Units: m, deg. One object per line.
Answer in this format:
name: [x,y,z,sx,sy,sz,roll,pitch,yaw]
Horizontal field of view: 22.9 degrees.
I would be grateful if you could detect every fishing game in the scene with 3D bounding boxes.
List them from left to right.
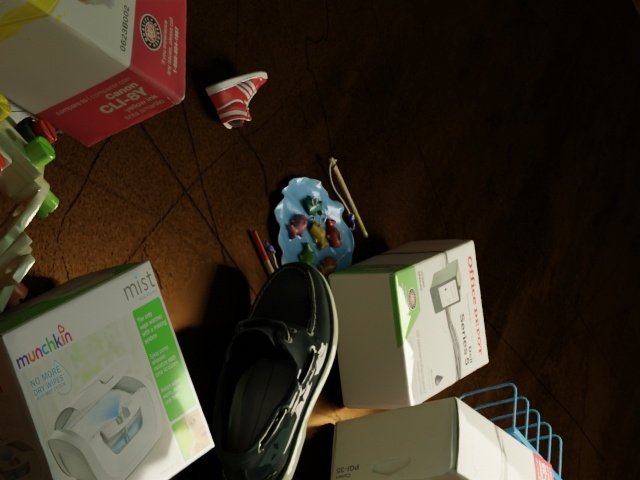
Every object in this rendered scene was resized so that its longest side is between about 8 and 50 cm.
fishing game: [0.000,0.000,2.251,0.264,0.041,0.189,-41,112,-53]

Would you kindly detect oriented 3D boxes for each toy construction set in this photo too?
toy construction set: [-0.365,-0.088,1.609,0.215,0.151,0.328,-99,167,-60]

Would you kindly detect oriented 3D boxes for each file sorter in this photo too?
file sorter: [0.299,0.320,2.515,0.170,0.118,0.104,48,38,-36]

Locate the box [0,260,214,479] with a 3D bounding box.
box: [-0.264,0.172,1.687,0.262,0.126,0.231,-29,104,-57]

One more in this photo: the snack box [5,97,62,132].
snack box: [-0.327,-0.155,1.818,0.178,0.022,0.064,-10,84,-58]

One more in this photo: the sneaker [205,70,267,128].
sneaker: [-0.106,-0.192,2.162,0.118,0.042,0.067,-25,95,-50]

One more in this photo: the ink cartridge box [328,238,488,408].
ink cartridge box: [0.133,0.117,2.315,0.273,0.114,0.198,-20,105,-58]

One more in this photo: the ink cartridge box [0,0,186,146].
ink cartridge box: [-0.327,-0.321,1.736,0.384,0.160,0.279,32,48,-45]

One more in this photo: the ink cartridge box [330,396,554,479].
ink cartridge box: [0.175,0.336,2.225,0.283,0.207,0.117,38,46,-45]

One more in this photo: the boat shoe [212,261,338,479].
boat shoe: [-0.069,0.156,1.997,0.113,0.127,0.340,55,45,-49]
